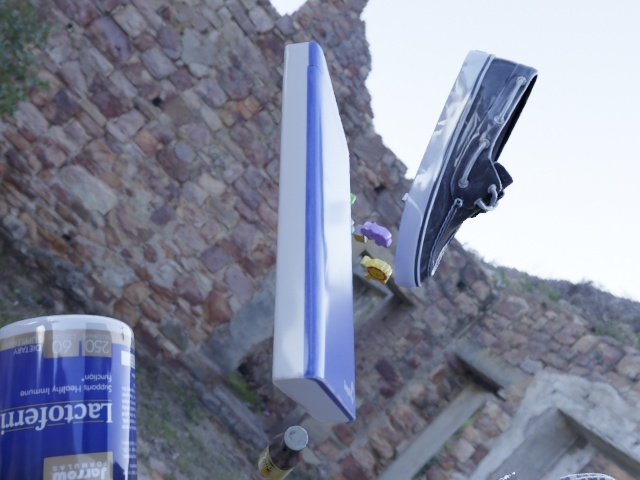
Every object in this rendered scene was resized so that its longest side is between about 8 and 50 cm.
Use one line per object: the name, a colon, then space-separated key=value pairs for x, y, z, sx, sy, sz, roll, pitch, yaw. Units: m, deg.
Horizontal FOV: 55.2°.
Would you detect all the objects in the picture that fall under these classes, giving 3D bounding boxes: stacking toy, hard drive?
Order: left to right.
hard drive: x=0.000 y=0.000 z=0.604 sx=0.210 sy=0.040 sz=0.318 roll=67 pitch=21 yaw=-63
stacking toy: x=0.064 y=-0.021 z=1.082 sx=0.221 sy=0.167 sz=0.052 roll=14 pitch=-33 yaw=37

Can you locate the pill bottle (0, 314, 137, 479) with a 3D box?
pill bottle: x=-0.278 y=0.225 z=0.665 sx=0.153 sy=0.153 sz=0.264 roll=60 pitch=20 yaw=-68

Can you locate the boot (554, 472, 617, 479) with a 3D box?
boot: x=0.572 y=0.495 z=0.979 sx=0.378 sy=0.138 sz=0.284 roll=10 pitch=-1 yaw=-6

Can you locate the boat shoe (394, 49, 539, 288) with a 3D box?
boat shoe: x=0.176 y=-0.075 z=0.731 sx=0.102 sy=0.301 sz=0.108 roll=20 pitch=-4 yaw=19

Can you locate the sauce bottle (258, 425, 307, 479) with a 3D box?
sauce bottle: x=-0.042 y=0.239 z=0.692 sx=0.042 sy=0.042 sz=0.128 roll=45 pitch=-35 yaw=16

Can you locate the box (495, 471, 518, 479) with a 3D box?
box: x=0.233 y=0.635 z=1.069 sx=0.293 sy=0.396 sz=0.212 roll=64 pitch=12 yaw=26
